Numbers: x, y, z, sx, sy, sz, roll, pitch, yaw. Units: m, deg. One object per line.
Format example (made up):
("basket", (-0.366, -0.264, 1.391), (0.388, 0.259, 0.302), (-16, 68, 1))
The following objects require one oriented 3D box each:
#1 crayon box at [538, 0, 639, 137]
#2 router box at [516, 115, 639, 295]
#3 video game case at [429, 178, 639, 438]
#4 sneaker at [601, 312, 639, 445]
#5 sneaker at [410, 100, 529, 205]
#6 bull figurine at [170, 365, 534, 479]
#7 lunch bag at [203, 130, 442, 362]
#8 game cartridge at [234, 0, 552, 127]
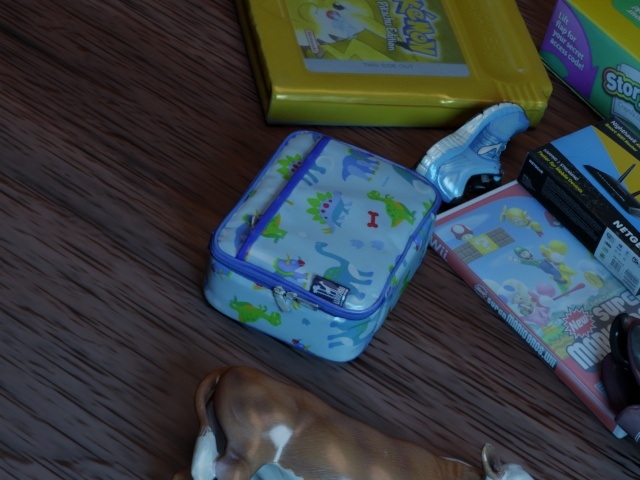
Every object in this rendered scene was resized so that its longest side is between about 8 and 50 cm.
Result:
("crayon box", (0.477, -0.171, 1.731), (0.313, 0.106, 0.363), (-20, 51, -29))
("router box", (0.304, -0.038, 1.567), (0.133, 0.046, 0.179), (-23, 57, -33))
("video game case", (0.262, 0.047, 1.523), (0.204, 0.025, 0.285), (-24, 57, -33))
("sneaker", (0.351, 0.090, 1.417), (0.162, 0.106, 0.281), (33, 51, 9))
("sneaker", (0.162, -0.083, 1.608), (0.162, 0.063, 0.073), (-35, 82, -34))
("bull figurine", (0.027, 0.210, 1.243), (0.310, 0.101, 0.188), (24, 47, 6))
("lunch bag", (0.000, 0.000, 1.449), (0.176, 0.090, 0.219), (25, 44, 12))
("game cartridge", (0.073, -0.236, 1.723), (0.324, 0.052, 0.285), (-2, 48, -16))
